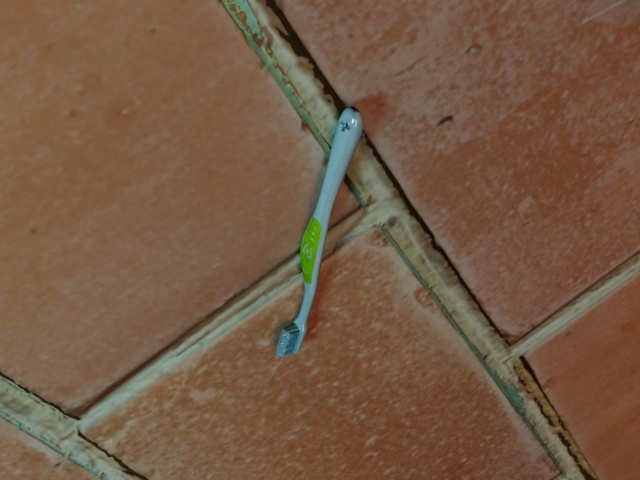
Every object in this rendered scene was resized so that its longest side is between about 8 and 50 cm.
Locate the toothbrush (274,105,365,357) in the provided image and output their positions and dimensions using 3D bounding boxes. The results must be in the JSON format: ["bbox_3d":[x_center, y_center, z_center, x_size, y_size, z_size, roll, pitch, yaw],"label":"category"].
[{"bbox_3d":[0.000,0.000,0.985,0.026,0.022,0.263,-20,142,-36],"label":"toothbrush"}]
